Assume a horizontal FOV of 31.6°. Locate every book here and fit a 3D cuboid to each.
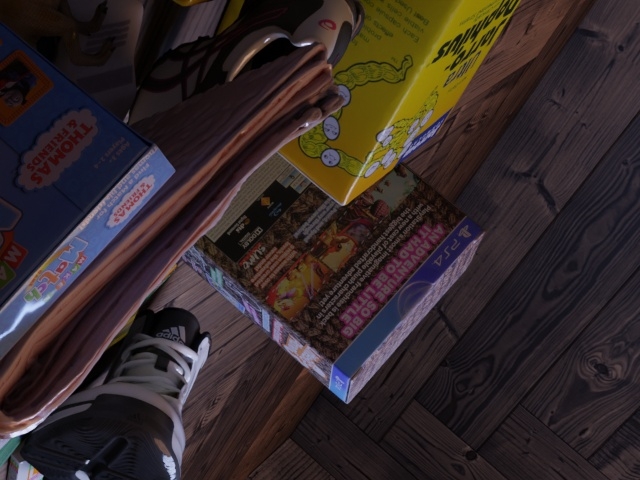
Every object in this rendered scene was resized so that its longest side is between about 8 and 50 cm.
[{"bbox_3d":[-0.372,0.286,1.499,0.096,0.035,0.144,-38,165,-33],"label":"book"}]

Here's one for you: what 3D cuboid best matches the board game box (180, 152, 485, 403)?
[{"bbox_3d":[0.000,0.000,1.317,0.232,0.291,0.141,-46,168,-14],"label":"board game box"}]

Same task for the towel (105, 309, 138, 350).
[{"bbox_3d":[-0.208,0.038,1.211,0.102,0.021,0.237,-41,163,-52],"label":"towel"}]

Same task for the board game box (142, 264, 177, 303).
[{"bbox_3d":[-0.267,0.097,1.281,0.259,0.030,0.136,-47,171,-12],"label":"board game box"}]

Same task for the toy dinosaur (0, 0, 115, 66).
[{"bbox_3d":[-0.178,-0.146,0.717,0.093,0.053,0.183,15,108,-32],"label":"toy dinosaur"}]

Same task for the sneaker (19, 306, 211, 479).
[{"bbox_3d":[-0.222,0.168,1.319,0.447,0.169,0.257,128,-18,-65],"label":"sneaker"}]

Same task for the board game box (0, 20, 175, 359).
[{"bbox_3d":[-0.203,-0.043,0.581,0.160,0.211,0.039,-48,157,-7],"label":"board game box"}]

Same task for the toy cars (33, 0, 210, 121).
[{"bbox_3d":[-0.112,-0.171,0.843,0.393,0.087,0.176,-48,168,-10],"label":"toy cars"}]

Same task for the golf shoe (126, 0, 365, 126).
[{"bbox_3d":[-0.082,-0.121,0.939,0.273,0.105,0.120,-40,-159,30],"label":"golf shoe"}]

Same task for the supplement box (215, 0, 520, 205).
[{"bbox_3d":[0.066,-0.242,1.026,0.194,0.195,0.356,-38,165,-45],"label":"supplement box"}]

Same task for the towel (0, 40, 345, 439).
[{"bbox_3d":[-0.166,0.009,0.757,0.317,0.053,0.332,-48,-160,-30],"label":"towel"}]

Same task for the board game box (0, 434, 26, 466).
[{"bbox_3d":[-0.432,0.274,1.109,0.317,0.046,0.213,-51,161,9],"label":"board game box"}]
